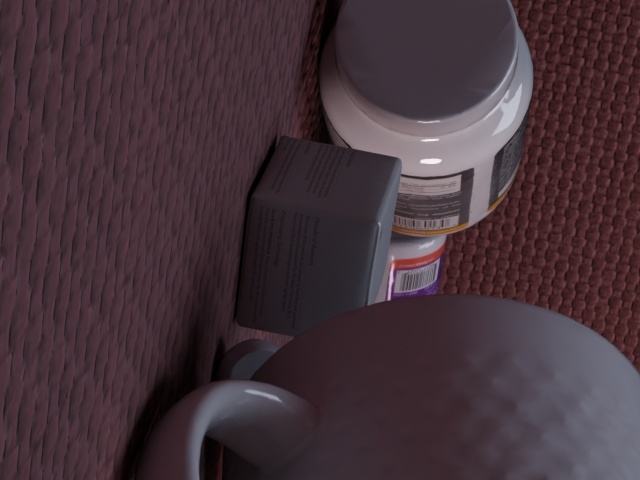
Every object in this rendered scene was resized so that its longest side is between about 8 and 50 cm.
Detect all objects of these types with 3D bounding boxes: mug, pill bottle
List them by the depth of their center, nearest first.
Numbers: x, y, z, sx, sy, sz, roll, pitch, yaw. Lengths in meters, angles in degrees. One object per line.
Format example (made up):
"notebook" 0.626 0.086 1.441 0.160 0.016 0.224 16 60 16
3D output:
"mug" 0.045 0.214 1.070 0.276 0.374 0.328 -37 -146 27
"pill bottle" 0.082 -0.110 1.505 0.278 0.162 0.162 80 22 -75
"pill bottle" 0.051 0.058 1.778 0.108 0.108 0.193 -70 169 -59

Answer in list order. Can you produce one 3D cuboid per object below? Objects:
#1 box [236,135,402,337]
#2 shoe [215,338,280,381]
"box" 0.000 0.000 1.291 0.101 0.087 0.102 -68 167 -61
"shoe" -0.039 0.118 1.303 0.081 0.063 0.178 52 -13 49
